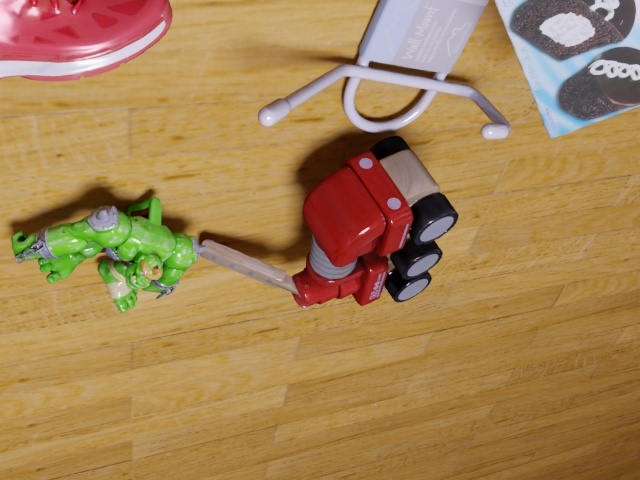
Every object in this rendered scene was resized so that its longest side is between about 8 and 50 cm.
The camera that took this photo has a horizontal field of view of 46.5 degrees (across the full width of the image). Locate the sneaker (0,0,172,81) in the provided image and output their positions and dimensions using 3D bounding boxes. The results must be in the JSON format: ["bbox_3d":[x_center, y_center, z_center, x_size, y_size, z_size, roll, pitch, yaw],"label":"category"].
[{"bbox_3d":[-0.229,-0.192,0.565,0.221,0.087,0.128,-18,142,-13],"label":"sneaker"}]

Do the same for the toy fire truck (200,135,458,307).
[{"bbox_3d":[0.000,0.000,0.861,0.246,0.158,0.217,-23,154,-18],"label":"toy fire truck"}]

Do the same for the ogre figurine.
[{"bbox_3d":[-0.214,0.012,0.801,0.118,0.097,0.197,-28,129,30],"label":"ogre figurine"}]

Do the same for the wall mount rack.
[{"bbox_3d":[0.095,-0.215,0.684,0.304,0.130,0.350,1,133,-30],"label":"wall mount rack"}]

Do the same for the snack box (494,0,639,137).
[{"bbox_3d":[0.230,-0.217,0.581,0.187,0.060,0.322,-20,147,20],"label":"snack box"}]
